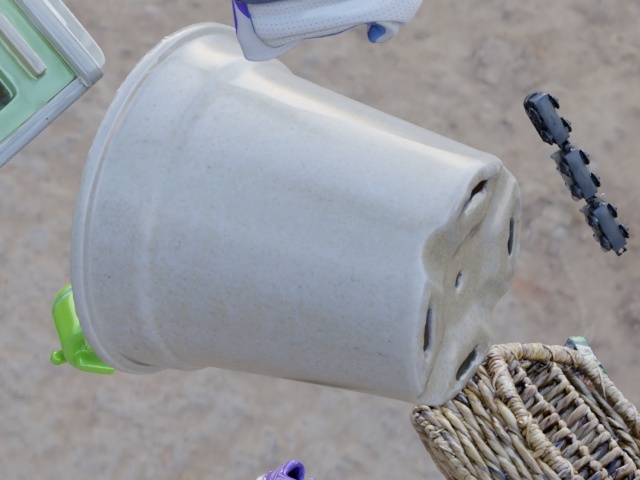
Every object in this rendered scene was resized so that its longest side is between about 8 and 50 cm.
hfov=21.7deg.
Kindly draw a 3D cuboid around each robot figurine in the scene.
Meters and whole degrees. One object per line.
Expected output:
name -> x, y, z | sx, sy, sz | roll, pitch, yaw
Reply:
robot figurine -> -0.235, 0.087, 1.697 | 0.067, 0.101, 0.115 | 9, 33, -28

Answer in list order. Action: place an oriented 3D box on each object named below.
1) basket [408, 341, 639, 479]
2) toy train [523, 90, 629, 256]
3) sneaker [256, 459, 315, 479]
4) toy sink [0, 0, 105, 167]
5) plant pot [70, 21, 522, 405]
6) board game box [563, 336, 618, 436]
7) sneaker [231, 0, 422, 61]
basket -> 0.263, 0.236, 1.729 | 0.223, 0.213, 0.299 | -34, 57, -4
toy train -> 0.201, -0.052, 1.315 | 0.027, 0.158, 0.036 | -35, 24, -6
sneaker -> -0.027, 0.302, 1.857 | 0.071, 0.068, 0.170 | -41, 34, 10
toy sink -> -0.303, -0.165, 1.540 | 0.234, 0.131, 0.153 | -45, 103, -26
plant pot -> 0.000, 0.000, 1.481 | 0.305, 0.334, 0.334 | 16, 48, 24
board game box -> 0.330, 0.252, 1.974 | 0.030, 0.136, 0.260 | 1, 40, -28
sneaker -> -0.070, -0.231, 1.122 | 0.322, 0.236, 0.130 | 8, 28, -6
